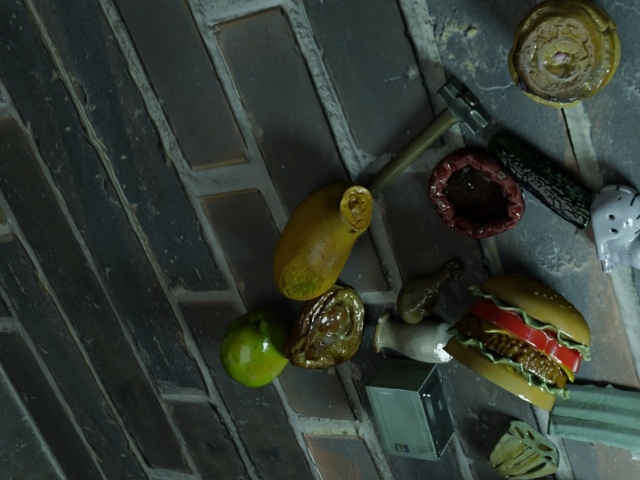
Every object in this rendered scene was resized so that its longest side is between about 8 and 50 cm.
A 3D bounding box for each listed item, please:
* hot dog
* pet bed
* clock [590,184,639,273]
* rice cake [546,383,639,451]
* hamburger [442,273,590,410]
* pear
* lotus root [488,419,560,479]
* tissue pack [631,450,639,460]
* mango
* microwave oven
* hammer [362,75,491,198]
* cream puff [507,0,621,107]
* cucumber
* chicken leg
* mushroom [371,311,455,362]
[{"bbox_3d":[0.010,0.215,2.147,0.175,0.114,0.259,6,137,-18],"label":"hot dog"},{"bbox_3d":[0.303,-0.090,1.800,0.201,0.053,0.201,20,127,29],"label":"pet bed"},{"bbox_3d":[0.558,-0.020,1.646,0.117,0.080,0.176,1,121,36],"label":"clock"},{"bbox_3d":[0.582,0.359,1.873,0.237,0.127,0.043,2,154,32],"label":"rice cake"},{"bbox_3d":[0.394,0.182,1.789,0.274,0.274,0.212,30,93,15],"label":"hamburger"},{"bbox_3d":[-0.158,0.261,2.273,0.187,0.187,0.220,37,141,8],"label":"pear"},{"bbox_3d":[0.450,0.479,2.077,0.143,0.070,0.144,40,131,-3],"label":"lotus root"},{"bbox_3d":[0.684,0.413,1.861,0.094,0.074,0.059,1,117,32],"label":"tissue pack"},{"bbox_3d":[0.000,-0.004,1.993,0.359,0.144,0.187,-57,39,37],"label":"mango"},{"bbox_3d":[0.214,0.390,2.140,0.163,0.129,0.205,1,120,32],"label":"microwave oven"},{"bbox_3d":[0.189,-0.180,1.832,0.111,0.043,0.365,46,137,-2],"label":"hammer"},{"bbox_3d":[0.407,-0.310,1.521,0.189,0.129,0.189,12,117,25],"label":"cream puff"},{"bbox_3d":[0.407,-0.115,1.695,0.241,0.074,0.074,38,134,9],"label":"cucumber"},{"bbox_3d":[0.231,0.104,1.973,0.069,0.085,0.198,18,135,-30],"label":"chicken leg"},{"bbox_3d":[0.209,0.219,2.054,0.212,0.088,0.097,12,117,36],"label":"mushroom"}]
